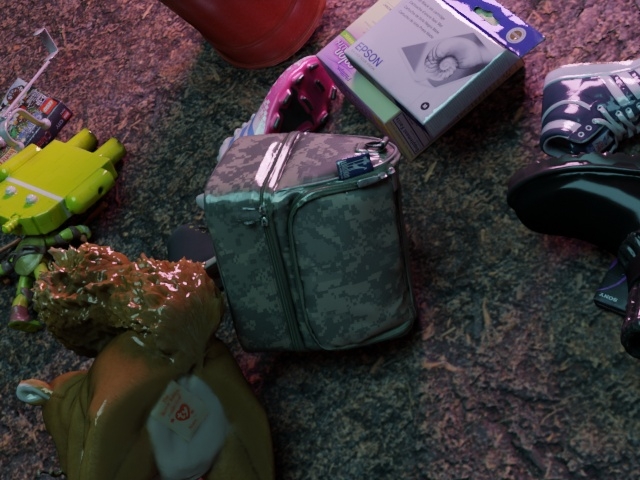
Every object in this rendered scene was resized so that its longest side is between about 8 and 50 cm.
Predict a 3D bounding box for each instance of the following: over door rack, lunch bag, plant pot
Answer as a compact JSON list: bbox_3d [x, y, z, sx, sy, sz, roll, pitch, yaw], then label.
[{"bbox_3d":[-0.634,-0.249,2.107,0.239,0.108,0.324,-16,41,19],"label":"over door rack"},{"bbox_3d":[0.000,0.000,1.528,0.256,0.305,0.212,-2,31,14],"label":"lunch bag"},{"bbox_3d":[-0.166,-0.468,1.886,0.272,0.265,0.272,-8,75,29],"label":"plant pot"}]

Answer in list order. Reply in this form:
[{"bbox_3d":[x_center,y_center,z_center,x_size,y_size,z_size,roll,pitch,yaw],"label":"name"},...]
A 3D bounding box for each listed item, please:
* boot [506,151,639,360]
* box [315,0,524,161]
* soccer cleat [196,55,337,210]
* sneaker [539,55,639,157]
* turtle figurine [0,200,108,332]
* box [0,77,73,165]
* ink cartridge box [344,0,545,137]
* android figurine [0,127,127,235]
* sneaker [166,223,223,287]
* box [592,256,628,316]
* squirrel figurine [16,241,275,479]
[{"bbox_3d":[0.389,0.027,1.379,0.348,0.131,0.260,1,63,27],"label":"boot"},{"bbox_3d":[0.157,-0.288,1.741,0.243,0.117,0.213,-40,51,0],"label":"box"},{"bbox_3d":[-0.098,-0.174,1.814,0.143,0.116,0.331,10,64,44],"label":"soccer cleat"},{"bbox_3d":[0.439,-0.180,1.532,0.282,0.099,0.153,-4,55,35],"label":"sneaker"},{"bbox_3d":[-0.490,0.038,1.913,0.269,0.087,0.217,-22,54,15],"label":"turtle figurine"},{"bbox_3d":[-0.613,-0.197,2.149,0.159,0.044,0.233,28,78,38],"label":"box"},{"bbox_3d":[0.180,-0.291,1.625,0.224,0.045,0.223,-42,51,-1],"label":"ink cartridge box"},{"bbox_3d":[-0.484,-0.103,1.961,0.248,0.056,0.273,21,52,38],"label":"android figurine"},{"bbox_3d":[-0.161,0.006,1.758,0.222,0.083,0.118,-23,53,16],"label":"sneaker"},{"bbox_3d":[0.450,0.036,1.444,0.116,0.029,0.162,23,76,36],"label":"box"},{"bbox_3d":[-0.280,0.199,1.568,0.370,0.281,0.397,-5,87,56],"label":"squirrel figurine"}]
